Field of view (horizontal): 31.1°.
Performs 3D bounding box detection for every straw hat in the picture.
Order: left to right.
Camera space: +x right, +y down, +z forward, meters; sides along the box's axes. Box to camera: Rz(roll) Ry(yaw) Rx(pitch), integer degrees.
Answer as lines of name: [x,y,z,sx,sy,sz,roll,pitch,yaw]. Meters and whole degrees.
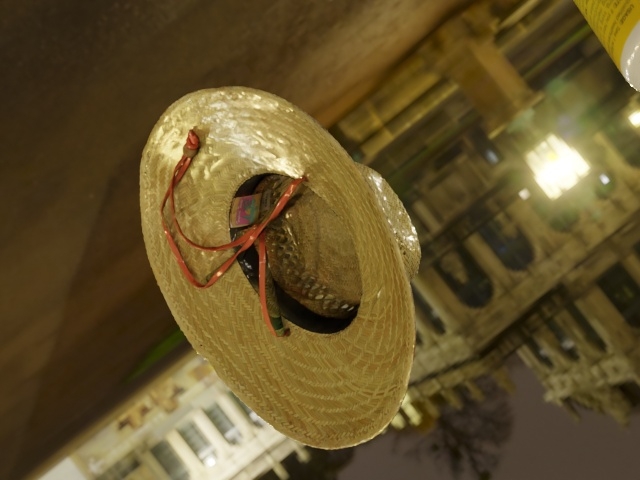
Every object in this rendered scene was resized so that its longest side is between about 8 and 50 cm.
straw hat: [0.000,0.000,0.427,0.061,0.145,0.144,-24,169,-40]

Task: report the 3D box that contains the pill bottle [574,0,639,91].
pill bottle: [0.231,-0.171,0.756,0.119,0.209,0.119,-16,149,-10]
